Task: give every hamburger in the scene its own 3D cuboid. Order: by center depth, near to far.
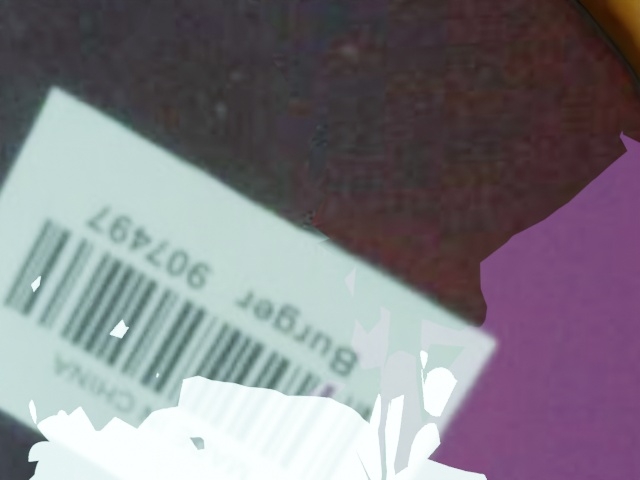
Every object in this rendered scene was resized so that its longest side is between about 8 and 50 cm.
[{"bbox_3d":[0.000,0.000,0.483,0.330,0.250,0.330,2,103,7],"label":"hamburger"}]
